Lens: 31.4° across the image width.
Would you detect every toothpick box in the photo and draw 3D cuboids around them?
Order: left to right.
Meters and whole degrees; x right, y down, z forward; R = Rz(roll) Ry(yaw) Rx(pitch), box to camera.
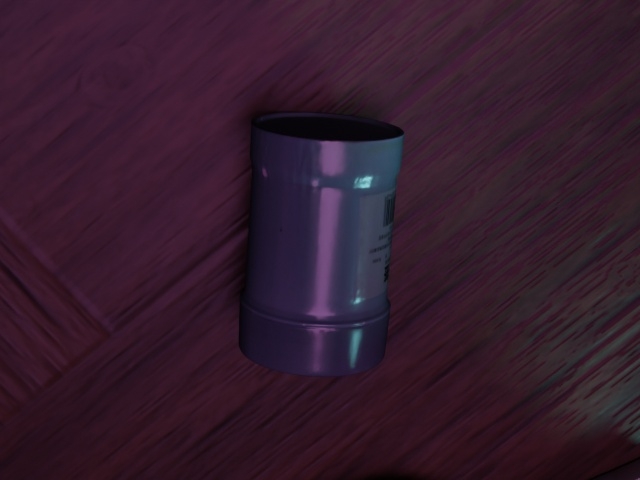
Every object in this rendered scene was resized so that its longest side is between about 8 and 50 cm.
[{"bbox_3d":[0.000,0.000,0.744,0.101,0.101,0.153,3,106,-8],"label":"toothpick box"}]

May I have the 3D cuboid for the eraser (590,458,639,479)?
[{"bbox_3d":[0.224,0.214,0.875,0.105,0.026,0.065,-26,111,1],"label":"eraser"}]
